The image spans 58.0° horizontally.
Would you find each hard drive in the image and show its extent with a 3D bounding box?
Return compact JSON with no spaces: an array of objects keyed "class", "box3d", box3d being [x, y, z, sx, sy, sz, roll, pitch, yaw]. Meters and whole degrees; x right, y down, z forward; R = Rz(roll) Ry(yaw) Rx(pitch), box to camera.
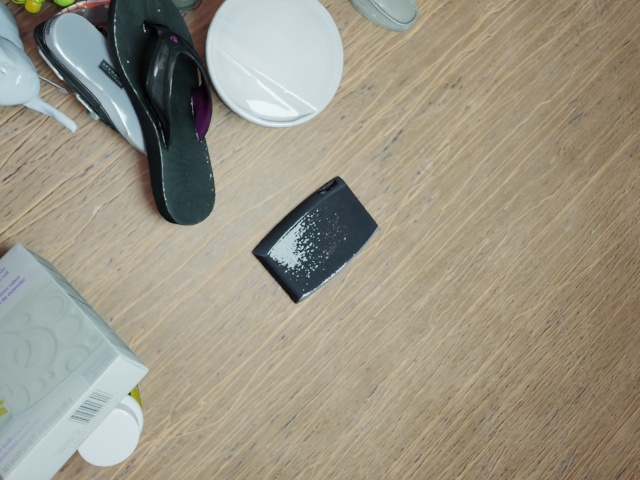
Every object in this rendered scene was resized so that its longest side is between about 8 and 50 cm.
[{"class":"hard drive","box3d":[0.000,0.000,1.239,0.254,0.054,0.172,-42,107,-13]}]

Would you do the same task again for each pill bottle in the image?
[{"class":"pill bottle","box3d":[-0.383,0.315,1.040,0.119,0.208,0.119,-2,95,-21]}]

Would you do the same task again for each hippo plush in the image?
[{"class":"hippo plush","box3d":[-0.611,-0.282,0.947,0.236,0.234,0.294,-31,147,2]}]

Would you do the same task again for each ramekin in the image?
[{"class":"ramekin","box3d":[-0.101,-0.352,1.138,0.273,0.127,0.273,-2,94,-21]}]

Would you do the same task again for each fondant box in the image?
[{"class":"fondant box","box3d":[-0.479,0.192,0.951,0.238,0.330,0.096,-49,151,-10]}]

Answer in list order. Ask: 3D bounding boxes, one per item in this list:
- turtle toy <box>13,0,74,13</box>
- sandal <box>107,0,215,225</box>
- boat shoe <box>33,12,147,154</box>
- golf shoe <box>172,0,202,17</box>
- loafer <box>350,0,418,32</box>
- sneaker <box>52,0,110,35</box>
[{"class":"turtle toy","box3d":[-0.491,-0.446,0.994,0.130,0.066,0.095,21,113,-21]},{"class":"sandal","box3d":[-0.253,-0.243,1.048,0.167,0.107,0.446,-35,123,-47]},{"class":"boat shoe","box3d":[-0.387,-0.266,1.048,0.306,0.105,0.113,46,60,-43]},{"class":"golf shoe","box3d":[-0.208,-0.533,1.091,0.105,0.120,0.273,40,79,-17]},{"class":"loafer","box3d":[0.091,-0.566,1.200,0.319,0.111,0.112,38,81,-18]},{"class":"sneaker","box3d":[-0.411,-0.405,1.058,0.158,0.061,0.065,-25,110,-15]}]
